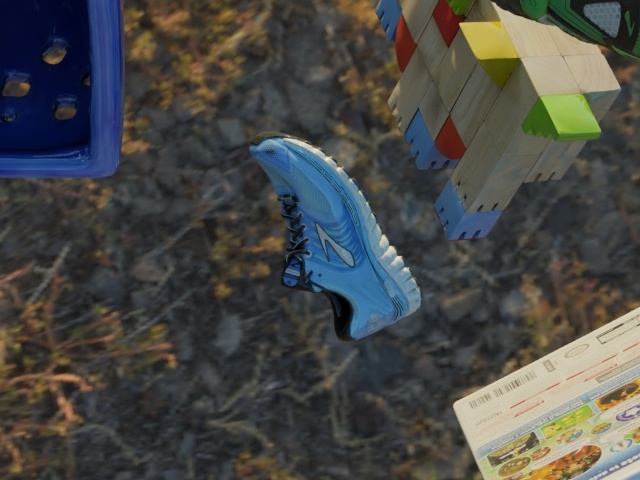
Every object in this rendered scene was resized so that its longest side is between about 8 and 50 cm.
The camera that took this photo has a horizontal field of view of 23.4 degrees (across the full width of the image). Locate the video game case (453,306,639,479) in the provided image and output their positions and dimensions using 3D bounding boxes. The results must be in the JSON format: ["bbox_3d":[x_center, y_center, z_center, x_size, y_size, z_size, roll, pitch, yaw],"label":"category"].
[{"bbox_3d":[0.091,0.057,0.505,0.087,0.122,0.011,-27,102,3],"label":"video game case"}]

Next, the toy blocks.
[{"bbox_3d":[0.164,-0.182,1.636,0.190,0.261,0.381,-6,57,-25],"label":"toy blocks"}]

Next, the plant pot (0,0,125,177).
[{"bbox_3d":[-0.236,-0.193,0.971,0.235,0.236,0.212,1,49,-3],"label":"plant pot"}]

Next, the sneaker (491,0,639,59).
[{"bbox_3d":[0.263,-0.182,0.927,0.343,0.146,0.134,-27,140,-29],"label":"sneaker"}]

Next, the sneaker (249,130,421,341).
[{"bbox_3d":[0.000,0.000,1.013,0.073,0.063,0.162,-38,107,-12],"label":"sneaker"}]
